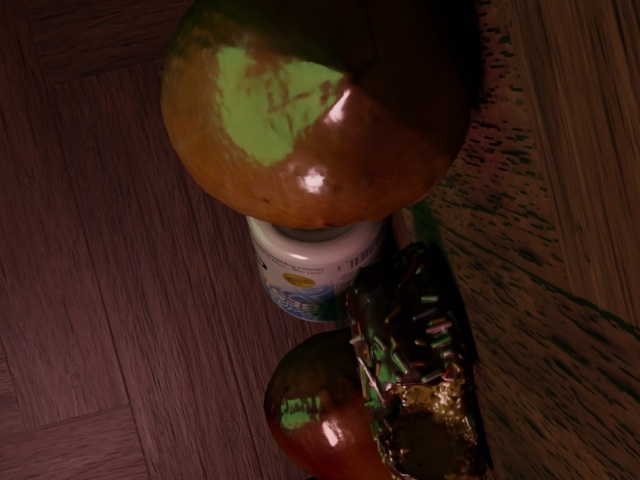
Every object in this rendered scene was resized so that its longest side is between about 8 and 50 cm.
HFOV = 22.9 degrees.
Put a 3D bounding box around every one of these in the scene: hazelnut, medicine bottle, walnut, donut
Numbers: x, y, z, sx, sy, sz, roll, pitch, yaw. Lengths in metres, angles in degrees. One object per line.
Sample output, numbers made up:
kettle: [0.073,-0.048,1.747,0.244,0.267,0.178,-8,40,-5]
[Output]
hazelnut: [0.043,0.197,1.749,0.208,0.208,0.208,166,90,-87]
medicine bottle: [0.000,0.000,1.815,0.288,0.157,0.157,83,172,-68]
walnut: [-0.001,-0.097,1.031,0.298,0.203,0.203,-137,33,-79]
donut: [0.081,0.113,1.434,0.230,0.096,0.216,78,176,-50]

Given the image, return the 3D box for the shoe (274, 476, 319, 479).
shoe: [0.028,0.339,1.968,0.384,0.237,0.171,97,157,-63]
